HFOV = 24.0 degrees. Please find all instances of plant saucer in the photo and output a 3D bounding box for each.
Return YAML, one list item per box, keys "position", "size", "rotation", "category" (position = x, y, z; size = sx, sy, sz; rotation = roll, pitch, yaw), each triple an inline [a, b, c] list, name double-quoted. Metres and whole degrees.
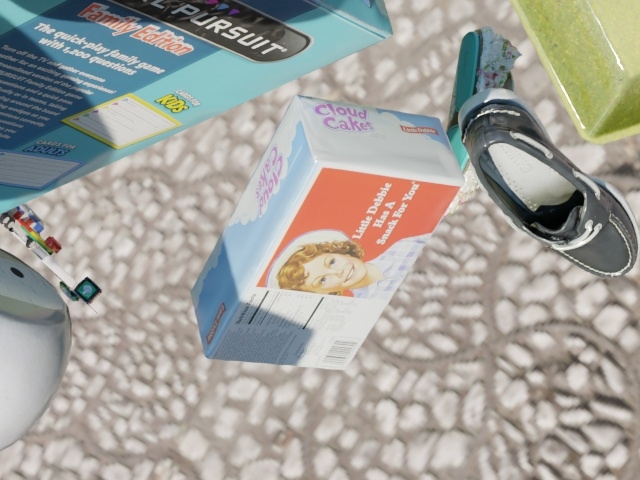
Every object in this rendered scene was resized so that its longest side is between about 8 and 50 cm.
- position: [0.173, -0.158, 0.801]
  size: [0.045, 0.188, 0.188]
  rotation: [-34, 9, -31]
  category: "plant saucer"

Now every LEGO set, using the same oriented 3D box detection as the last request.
- position: [-0.299, -0.008, 1.605]
  size: [0.060, 0.182, 0.244]
  rotation: [-47, 28, -7]
  category: "LEGO set"

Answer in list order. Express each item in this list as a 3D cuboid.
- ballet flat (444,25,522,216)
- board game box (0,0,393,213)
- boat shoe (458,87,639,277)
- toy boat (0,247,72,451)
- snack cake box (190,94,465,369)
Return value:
- position: [0.193, -0.138, 1.821]
  size: [0.091, 0.077, 0.241]
  rotation: [11, 88, 67]
  category: "ballet flat"
- position: [-0.173, -0.097, 0.735]
  size: [0.336, 0.254, 0.079]
  rotation: [-22, 74, 25]
  category: "board game box"
- position: [0.257, -0.039, 1.673]
  size: [0.114, 0.302, 0.091]
  rotation: [-37, 31, 27]
  category: "boat shoe"
- position: [-0.225, 0.053, 0.366]
  size: [0.318, 0.267, 0.148]
  rotation: [-25, 38, -20]
  category: "toy boat"
- position: [0.000, 0.000, 1.376]
  size: [0.264, 0.152, 0.089]
  rotation: [-59, 34, 38]
  category: "snack cake box"
